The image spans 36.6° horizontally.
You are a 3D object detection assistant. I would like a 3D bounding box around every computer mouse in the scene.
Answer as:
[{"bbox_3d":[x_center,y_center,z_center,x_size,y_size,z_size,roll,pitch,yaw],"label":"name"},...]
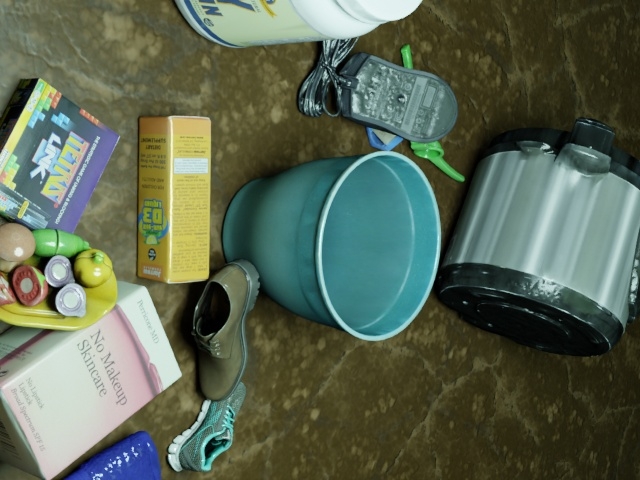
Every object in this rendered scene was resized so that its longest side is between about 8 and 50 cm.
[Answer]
[{"bbox_3d":[0.104,-0.254,1.637,0.272,0.072,0.188,22,90,-17],"label":"computer mouse"}]

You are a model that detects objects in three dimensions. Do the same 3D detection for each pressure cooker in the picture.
[{"bbox_3d":[0.449,-0.027,1.865,0.375,0.370,0.420,33,70,-33],"label":"pressure cooker"}]

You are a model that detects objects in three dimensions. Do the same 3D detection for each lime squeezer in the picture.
[{"bbox_3d":[0.194,-0.203,1.813,0.310,0.059,0.110,61,23,-30],"label":"lime squeezer"}]

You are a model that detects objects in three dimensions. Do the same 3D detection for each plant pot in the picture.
[{"bbox_3d":[0.000,0.000,1.468,0.272,0.255,0.271,-6,98,-46],"label":"plant pot"}]

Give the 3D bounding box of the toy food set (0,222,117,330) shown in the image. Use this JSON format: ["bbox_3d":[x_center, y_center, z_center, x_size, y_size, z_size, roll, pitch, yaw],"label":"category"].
[{"bbox_3d":[-0.341,0.033,1.156,0.218,0.071,0.128,7,55,-27],"label":"toy food set"}]

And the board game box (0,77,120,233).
[{"bbox_3d":[-0.351,-0.097,1.232,0.141,0.048,0.170,36,69,-42],"label":"board game box"}]

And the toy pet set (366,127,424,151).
[{"bbox_3d":[0.144,-0.205,1.730,0.122,0.065,0.114,49,60,1],"label":"toy pet set"}]

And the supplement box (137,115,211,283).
[{"bbox_3d":[-0.207,-0.058,1.370,0.080,0.078,0.233,-7,99,-46],"label":"supplement box"}]

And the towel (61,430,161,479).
[{"bbox_3d":[-0.329,0.423,1.308,0.308,0.076,0.227,-28,107,-41],"label":"towel"}]

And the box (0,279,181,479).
[{"bbox_3d":[-0.319,0.169,1.241,0.232,0.127,0.148,-38,120,-37],"label":"box"}]

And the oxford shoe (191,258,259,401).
[{"bbox_3d":[-0.157,0.141,1.419,0.096,0.083,0.227,-26,129,-56],"label":"oxford shoe"}]

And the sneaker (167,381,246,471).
[{"bbox_3d":[-0.154,0.287,1.468,0.166,0.076,0.065,-55,131,-28],"label":"sneaker"}]

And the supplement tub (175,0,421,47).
[{"bbox_3d":[-0.031,-0.392,1.336,0.235,0.325,0.235,-7,99,-46],"label":"supplement tub"}]
